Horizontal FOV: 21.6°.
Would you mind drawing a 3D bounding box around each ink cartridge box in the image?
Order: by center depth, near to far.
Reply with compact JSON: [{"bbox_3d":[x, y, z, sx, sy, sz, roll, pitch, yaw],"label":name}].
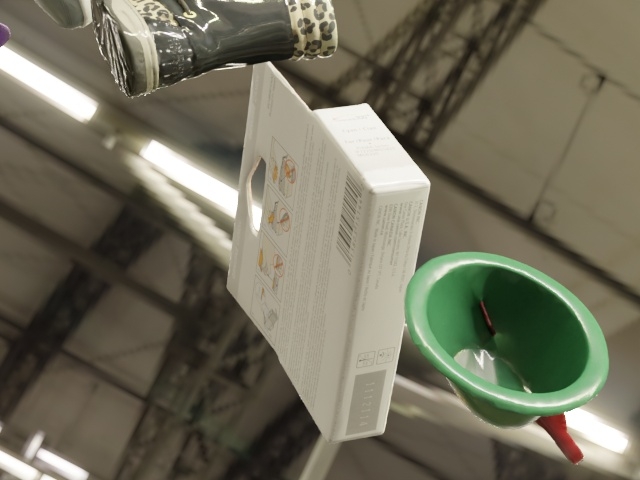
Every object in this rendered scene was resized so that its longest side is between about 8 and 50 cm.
[{"bbox_3d":[0.000,0.000,1.610,0.261,0.066,0.296,-126,-145,-46],"label":"ink cartridge box"}]

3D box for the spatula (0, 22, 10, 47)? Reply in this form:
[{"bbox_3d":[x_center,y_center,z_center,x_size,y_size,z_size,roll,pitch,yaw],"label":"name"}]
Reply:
[{"bbox_3d":[-0.373,-0.201,1.283,0.084,0.030,0.296,-41,-51,20],"label":"spatula"}]

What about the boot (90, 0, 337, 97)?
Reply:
[{"bbox_3d":[-0.097,-0.197,1.390,0.236,0.179,0.085,-118,-159,-55],"label":"boot"}]

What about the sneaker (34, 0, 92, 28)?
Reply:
[{"bbox_3d":[-0.378,-0.301,1.794,0.124,0.178,0.295,7,-38,54],"label":"sneaker"}]

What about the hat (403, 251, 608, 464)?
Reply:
[{"bbox_3d":[0.144,0.138,1.459,0.208,0.173,0.183,30,-46,8],"label":"hat"}]
